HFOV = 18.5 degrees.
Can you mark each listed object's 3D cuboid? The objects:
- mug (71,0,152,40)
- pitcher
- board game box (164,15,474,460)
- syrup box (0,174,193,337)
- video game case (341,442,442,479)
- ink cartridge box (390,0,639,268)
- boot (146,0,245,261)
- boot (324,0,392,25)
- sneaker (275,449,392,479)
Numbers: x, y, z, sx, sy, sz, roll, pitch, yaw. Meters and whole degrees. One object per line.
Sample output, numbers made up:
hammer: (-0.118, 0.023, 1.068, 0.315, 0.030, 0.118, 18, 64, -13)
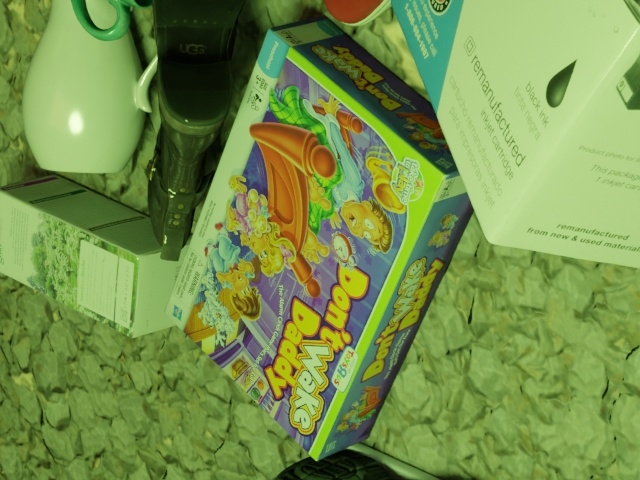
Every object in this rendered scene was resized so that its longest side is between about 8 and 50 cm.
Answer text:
mug: (-0.200, -0.287, 1.873, 0.097, 0.158, 0.129, 20, 149, 17)
pitcher: (-0.214, -0.171, 1.975, 0.178, 0.125, 0.207, 7, 97, 26)
board game box: (0.000, 0.000, 1.843, 0.233, 0.078, 0.347, 41, 128, 27)
syrup box: (-0.241, 0.013, 2.064, 0.237, 0.096, 0.093, 23, 116, 37)
video game case: (0.062, 0.278, 1.916, 0.157, 0.019, 0.143, 21, 116, 39)
ink cartridge box: (0.236, -0.219, 1.418, 0.395, 0.166, 0.285, -58, 35, 37)
boot: (-0.133, -0.140, 1.891, 0.229, 0.091, 0.263, 108, 169, -57)
boot: (0.024, -0.276, 1.664, 0.088, 0.176, 0.244, 45, 131, 22)
sneaker: (0.077, 0.289, 1.832, 0.286, 0.109, 0.130, 17, 120, 50)
